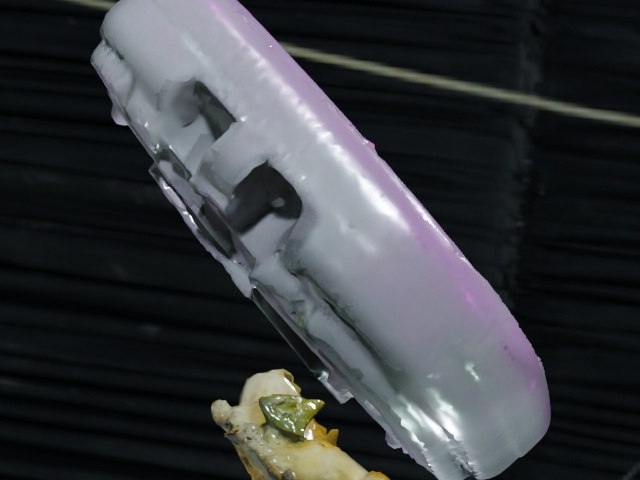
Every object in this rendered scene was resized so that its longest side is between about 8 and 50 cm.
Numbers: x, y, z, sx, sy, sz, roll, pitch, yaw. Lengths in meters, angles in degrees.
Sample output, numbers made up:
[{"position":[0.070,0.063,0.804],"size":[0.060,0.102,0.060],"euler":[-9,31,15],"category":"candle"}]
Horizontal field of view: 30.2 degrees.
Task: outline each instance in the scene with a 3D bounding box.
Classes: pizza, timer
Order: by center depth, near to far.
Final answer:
[{"position":[0.000,0.000,0.451],"size":[0.069,0.208,0.191],"euler":[-39,156,-2],"category":"timer"},{"position":[0.062,0.250,0.770],"size":[0.080,0.392,0.435],"euler":[-31,148,-18],"category":"pizza"}]
